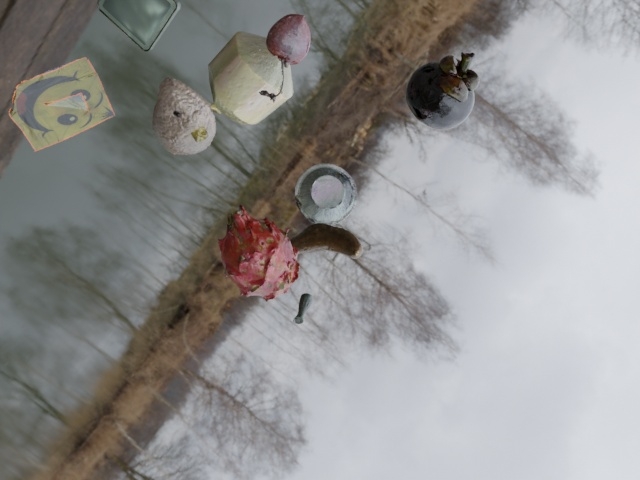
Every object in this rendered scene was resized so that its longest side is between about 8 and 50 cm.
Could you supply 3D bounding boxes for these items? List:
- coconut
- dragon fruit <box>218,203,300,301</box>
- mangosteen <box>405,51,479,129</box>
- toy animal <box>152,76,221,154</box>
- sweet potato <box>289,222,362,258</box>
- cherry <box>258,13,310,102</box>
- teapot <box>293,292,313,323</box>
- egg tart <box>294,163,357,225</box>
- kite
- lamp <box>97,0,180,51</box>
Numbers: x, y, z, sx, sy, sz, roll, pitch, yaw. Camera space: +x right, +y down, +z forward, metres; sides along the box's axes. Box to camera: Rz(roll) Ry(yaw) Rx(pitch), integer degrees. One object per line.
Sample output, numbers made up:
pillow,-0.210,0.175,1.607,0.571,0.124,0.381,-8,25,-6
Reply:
coconut,-0.193,-0.479,1.485,0.244,0.239,0.239,-35,-169,31
dragon fruit,-0.172,0.035,1.353,0.209,0.268,0.205,-24,-157,9
mangosteen,0.374,-0.453,1.516,0.250,0.211,0.211,-48,-176,47
toy animal,-0.504,-0.424,1.897,0.358,0.226,0.189,128,-20,-59
sweet potato,0.003,-0.003,1.671,0.341,0.092,0.114,3,-115,39
cherry,-0.099,-0.447,1.247,0.106,0.090,0.226,11,126,-39
teapot,-0.057,0.220,1.637,0.043,0.042,0.111,-50,-168,40
egg tart,0.022,-0.171,1.864,0.234,0.234,0.094,-52,-177,-10
kite,-0.772,-0.403,1.561,0.377,0.013,0.327,-47,159,29
lamp,-0.727,-0.939,2.041,0.266,0.269,0.047,-40,-164,29
